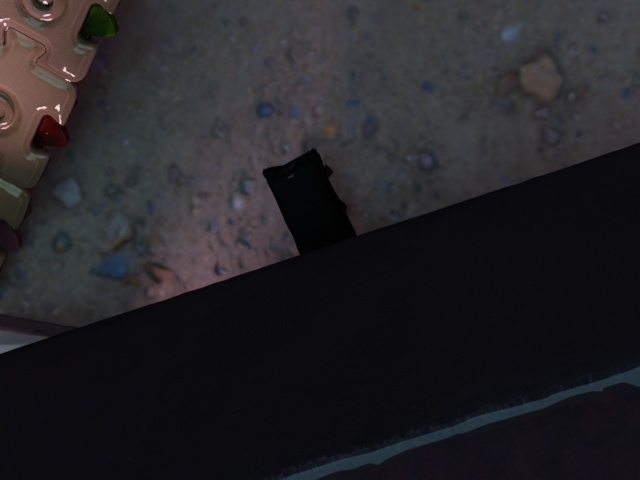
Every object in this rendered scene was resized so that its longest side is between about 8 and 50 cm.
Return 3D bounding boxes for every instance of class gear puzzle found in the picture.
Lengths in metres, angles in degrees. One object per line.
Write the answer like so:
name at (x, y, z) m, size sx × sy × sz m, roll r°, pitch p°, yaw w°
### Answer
gear puzzle at (-0.202, -0.141, 1.085) m, size 0.175 × 0.044 × 0.339 m, roll 28°, pitch 121°, yaw -2°

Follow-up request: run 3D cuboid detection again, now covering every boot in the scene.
boot at (0.000, 0.000, 1.085) m, size 0.045 × 0.121 × 0.099 m, roll -22°, pitch 95°, yaw 5°

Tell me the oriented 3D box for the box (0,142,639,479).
box at (0.057, 0.259, 0.943) m, size 0.480 × 0.297 × 0.472 m, roll -18°, pitch 108°, yaw 8°

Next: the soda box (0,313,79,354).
soda box at (-0.281, 0.078, 1.133) m, size 0.286 × 0.098 × 0.091 m, roll 8°, pitch 92°, yaw 7°
